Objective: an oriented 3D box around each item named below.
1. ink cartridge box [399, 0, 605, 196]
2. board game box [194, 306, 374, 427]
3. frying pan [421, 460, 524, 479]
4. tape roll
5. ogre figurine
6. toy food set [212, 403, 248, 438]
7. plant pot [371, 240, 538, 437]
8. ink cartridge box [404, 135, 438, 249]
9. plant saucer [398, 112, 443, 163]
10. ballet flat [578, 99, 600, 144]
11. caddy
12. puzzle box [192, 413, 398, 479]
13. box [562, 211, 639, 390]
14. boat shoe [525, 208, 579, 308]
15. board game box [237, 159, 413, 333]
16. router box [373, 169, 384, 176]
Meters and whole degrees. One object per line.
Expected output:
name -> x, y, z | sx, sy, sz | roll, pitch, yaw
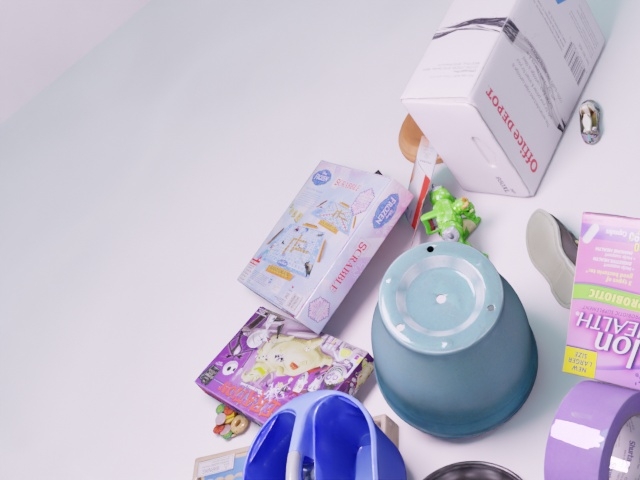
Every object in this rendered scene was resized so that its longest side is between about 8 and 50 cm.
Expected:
ink cartridge box -> 0.350, -0.322, 1.752 | 0.166, 0.285, 0.395 | 7, 60, 44
board game box -> -0.073, 0.249, 1.743 | 0.346, 0.056, 0.208 | 16, 63, 51
frying pan -> 0.271, 0.426, 1.333 | 0.326, 0.053, 0.197 | 18, 48, 37
tape roll -> 0.386, 0.290, 1.271 | 0.080, 0.189, 0.189 | 7, 61, 43
ogre figurine -> 0.246, -0.024, 1.709 | 0.096, 0.118, 0.197 | -14, 49, 30
toy food set -> -0.172, 0.344, 1.802 | 0.082, 0.020, 0.083 | -25, 44, 21
plant pot -> 0.196, 0.138, 1.442 | 0.271, 0.255, 0.272 | -6, 61, 11
ink cartridge box -> 0.182, -0.089, 1.782 | 0.045, 0.145, 0.179 | 17, 47, 7
plant saucer -> 0.249, -0.247, 1.962 | 0.199, 0.037, 0.200 | -22, 45, 24
ballet flat -> 0.501, -0.231, 1.744 | 0.041, 0.041, 0.114 | -17, 47, 28
caddy -> -0.002, 0.396, 1.421 | 0.241, 0.179, 0.341 | -22, 45, 21
puzzle box -> -0.057, 0.465, 1.583 | 0.408, 0.052, 0.272 | -19, 46, 25
box -> 0.482, 0.090, 1.339 | 0.213, 0.117, 0.243 | 10, 96, 43
boat shoe -> 0.411, 0.034, 1.569 | 0.228, 0.068, 0.081 | -102, 32, -48
board game box -> 0.000, 0.000, 1.850 | 0.318, 0.066, 0.318 | -55, 27, -5
router box -> 0.113, -0.077, 1.924 | 0.092, 0.038, 0.122 | -36, 40, 8
